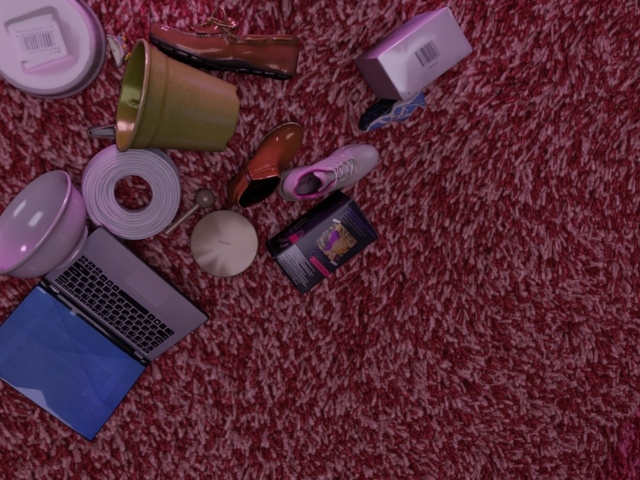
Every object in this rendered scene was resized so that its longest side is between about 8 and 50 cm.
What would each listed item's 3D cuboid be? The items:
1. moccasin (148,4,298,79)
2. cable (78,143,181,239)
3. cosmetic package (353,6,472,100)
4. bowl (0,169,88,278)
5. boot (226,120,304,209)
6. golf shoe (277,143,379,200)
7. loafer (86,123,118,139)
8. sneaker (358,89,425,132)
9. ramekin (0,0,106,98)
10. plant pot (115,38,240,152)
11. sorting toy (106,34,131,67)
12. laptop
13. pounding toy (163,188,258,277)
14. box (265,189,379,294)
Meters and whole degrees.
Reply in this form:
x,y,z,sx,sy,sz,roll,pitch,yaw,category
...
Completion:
x,y,z,sx,sy,sz,roll,pitch,yaw,category
-0.238,-0.506,1.684,0.380,0.139,0.146,5,96,-12,moccasin
-0.494,-0.130,1.741,0.257,0.089,0.257,23,97,-18,cable
0.238,-0.490,1.758,0.224,0.225,0.138,-37,107,-3,cosmetic package
-0.679,-0.018,1.647,0.298,0.298,0.134,-46,132,1,bowl
-0.135,-0.196,1.743,0.283,0.220,0.109,-39,109,-2,boot
0.035,-0.180,1.834,0.306,0.140,0.115,-25,107,-8,golf shoe
-0.539,-0.280,1.717,0.125,0.039,0.045,-7,105,-12,loafer
0.205,-0.359,1.860,0.211,0.080,0.081,-32,127,4,sneaker
-0.662,-0.476,1.586,0.277,0.135,0.277,-3,104,-13,ramekin
-0.349,-0.332,1.653,0.254,0.276,0.275,8,102,-28,plant pot
-0.502,-0.478,1.656,0.045,0.075,0.083,-18,108,-9,sorting toy
-0.583,0.248,1.728,0.408,0.236,0.382,-36,112,24,laptop
-0.282,-0.012,1.825,0.237,0.110,0.183,42,89,-6,pounding toy
0.000,0.000,1.856,0.270,0.165,0.143,-37,109,-3,box
